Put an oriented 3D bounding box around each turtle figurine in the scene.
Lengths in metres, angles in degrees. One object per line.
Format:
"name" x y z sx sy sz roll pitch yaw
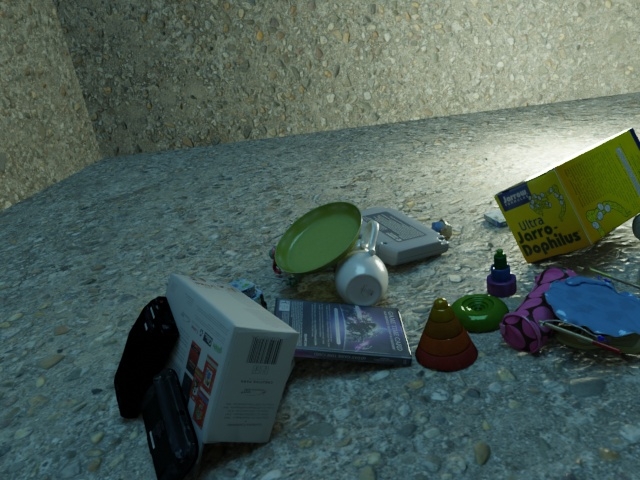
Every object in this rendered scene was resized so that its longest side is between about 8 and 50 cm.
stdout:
"turtle figurine" -0.051 0.030 1.558 0.234 0.175 0.118 -4 3 -6

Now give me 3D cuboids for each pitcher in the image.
"pitcher" 0.103 0.054 1.386 0.125 0.178 0.207 17 19 -7

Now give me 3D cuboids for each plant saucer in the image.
"plant saucer" 0.000 0.000 1.418 0.241 0.037 0.241 -22 35 17

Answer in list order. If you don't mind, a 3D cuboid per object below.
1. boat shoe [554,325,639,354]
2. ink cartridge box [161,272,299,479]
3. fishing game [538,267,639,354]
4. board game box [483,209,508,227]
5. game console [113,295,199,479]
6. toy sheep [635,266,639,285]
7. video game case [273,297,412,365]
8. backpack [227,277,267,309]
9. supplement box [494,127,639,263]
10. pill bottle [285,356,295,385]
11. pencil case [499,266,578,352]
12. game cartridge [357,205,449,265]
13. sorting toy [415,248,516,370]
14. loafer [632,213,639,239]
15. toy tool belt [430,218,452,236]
"boat shoe" 0.515 0.173 1.075 0.153 0.048 0.056 6 27 34
"ink cartridge box" -0.202 0.236 1.071 0.130 0.272 0.309 13 7 -35
"fishing game" 0.504 0.125 1.064 0.189 0.041 0.264 21 33 32
"board game box" 0.538 -0.068 1.693 0.090 0.020 0.090 -15 23 -10
"game console" -0.295 0.279 1.038 0.044 0.213 0.361 14 26 -35
"toy sheep" 0.676 0.075 1.159 0.091 0.132 0.091 -29 41 29
"video game case" 0.038 0.184 1.200 0.274 0.026 0.196 6 22 -3
"backpack" -0.205 0.145 1.416 0.114 0.084 0.105 -25 24 -27
"supplement box" 0.644 -0.112 1.439 0.356 0.195 0.194 -24 -3 -31
"pill bottle" -0.088 0.249 1.131 0.067 0.067 0.120 -3 23 17
"pencil case" 0.433 0.134 1.152 0.098 0.095 0.209 21 38 36
"game cartridge" 0.187 -0.017 1.621 0.198 0.062 0.297 -16 29 -23
"sorting toy" 0.311 0.118 1.200 0.127 0.126 0.365 8 29 39
"loafer" 0.905 -0.042 1.368 0.319 0.112 0.111 -2 11 16
"toy tool belt" 0.337 -0.036 1.663 0.051 0.052 0.083 -8 20 -18
